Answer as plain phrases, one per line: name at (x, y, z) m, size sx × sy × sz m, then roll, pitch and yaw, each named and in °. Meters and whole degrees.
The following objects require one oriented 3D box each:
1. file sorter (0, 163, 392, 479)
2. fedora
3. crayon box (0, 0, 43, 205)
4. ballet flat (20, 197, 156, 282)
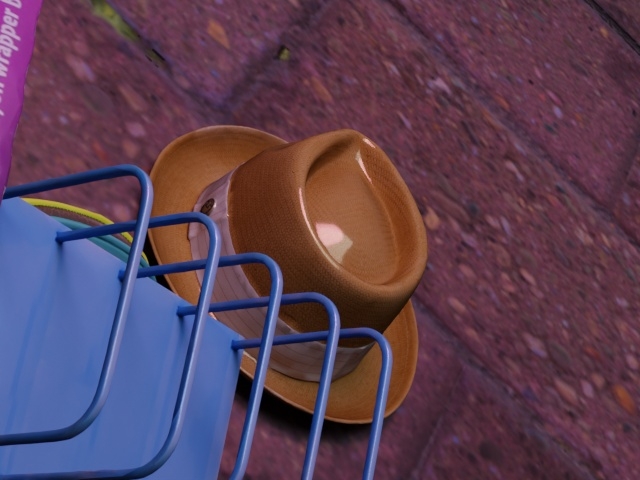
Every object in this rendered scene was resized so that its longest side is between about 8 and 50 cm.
file sorter at (-0.063, 0.059, 0.757) m, size 0.170 × 0.104 × 0.118 m, roll 36°, pitch 57°, yaw -44°
fedora at (0.000, 0.000, 0.979) m, size 0.194 × 0.079 × 0.194 m, roll 30°, pitch 36°, yaw -25°
crayon box at (-0.261, -0.080, 0.660) m, size 0.313 × 0.106 × 0.363 m, roll 14°, pitch 42°, yaw -12°
ballet flat at (-0.167, 0.010, 0.788) m, size 0.077 × 0.077 × 0.231 m, roll 28°, pitch 16°, yaw 33°
